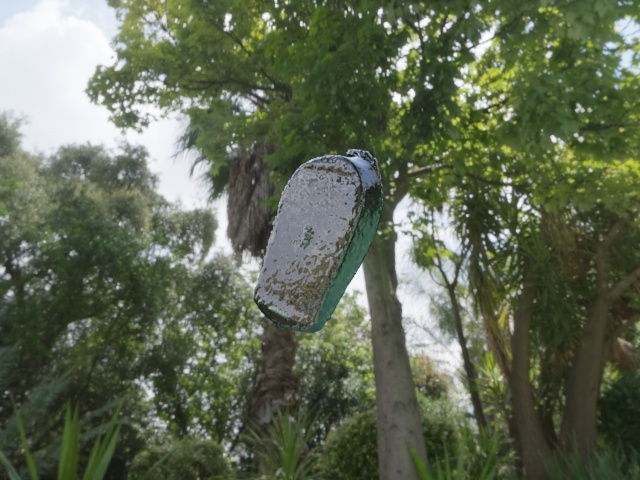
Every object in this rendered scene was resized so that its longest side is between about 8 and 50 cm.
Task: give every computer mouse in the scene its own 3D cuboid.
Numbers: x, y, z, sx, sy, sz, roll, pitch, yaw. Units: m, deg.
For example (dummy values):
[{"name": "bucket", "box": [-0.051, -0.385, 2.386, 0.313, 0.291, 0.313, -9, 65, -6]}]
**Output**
[{"name": "computer mouse", "box": [0.004, 0.001, 0.768, 0.168, 0.295, 0.087, 21, 0, 44]}]
